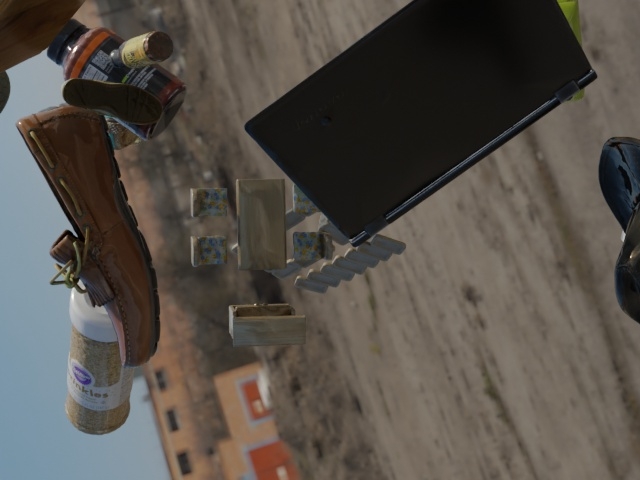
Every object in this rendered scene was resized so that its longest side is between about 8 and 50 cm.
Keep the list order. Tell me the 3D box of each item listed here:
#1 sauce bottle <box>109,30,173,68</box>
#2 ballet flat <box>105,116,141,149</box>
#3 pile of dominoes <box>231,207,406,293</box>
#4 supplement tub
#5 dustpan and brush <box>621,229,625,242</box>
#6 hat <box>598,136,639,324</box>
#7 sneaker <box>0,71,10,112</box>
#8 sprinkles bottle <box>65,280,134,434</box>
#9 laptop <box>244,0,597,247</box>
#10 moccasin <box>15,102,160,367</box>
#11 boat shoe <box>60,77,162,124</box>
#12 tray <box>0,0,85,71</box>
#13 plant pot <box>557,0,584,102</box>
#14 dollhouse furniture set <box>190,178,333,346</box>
[{"bbox_3d":[-0.239,-0.247,1.551,0.128,0.042,0.042,-3,106,56],"label":"sauce bottle"},{"bbox_3d":[-0.296,-0.197,1.930,0.206,0.073,0.067,-39,-42,-58],"label":"ballet flat"},{"bbox_3d":[0.000,0.000,2.002,0.196,0.251,0.040,32,-132,-28],"label":"pile of dominoes"},{"bbox_3d":[-0.299,-0.240,1.714,0.198,0.106,0.106,36,171,3],"label":"supplement tub"},{"bbox_3d":[0.610,-0.037,1.952,0.211,0.060,0.147,25,103,56],"label":"dustpan and brush"},{"bbox_3d":[0.401,0.037,1.306,0.331,0.134,0.331,41,169,10],"label":"hat"},{"bbox_3d":[-0.503,-0.130,1.459,0.226,0.163,0.086,-64,-37,-39],"label":"sneaker"},{"bbox_3d":[-0.376,0.200,2.039,0.355,0.121,0.121,106,150,-49],"label":"sprinkles bottle"},{"bbox_3d":[0.130,-0.200,1.538,0.236,0.382,0.408,53,-171,-12],"label":"laptop"},{"bbox_3d":[-0.323,0.000,1.637,0.139,0.147,0.380,19,127,67],"label":"moccasin"},{"bbox_3d":[-0.271,-0.184,1.523,0.045,0.135,0.050,30,103,60],"label":"boat shoe"},{"bbox_3d":[-0.332,-0.263,1.277,0.076,0.203,0.411,42,-163,-8],"label":"tray"},{"bbox_3d":[0.348,-0.354,2.062,0.207,0.228,0.227,-89,-12,-49],"label":"plant pot"},{"bbox_3d":[-0.086,0.029,1.782,0.161,0.212,0.242,-157,65,-81],"label":"dollhouse furniture set"}]
